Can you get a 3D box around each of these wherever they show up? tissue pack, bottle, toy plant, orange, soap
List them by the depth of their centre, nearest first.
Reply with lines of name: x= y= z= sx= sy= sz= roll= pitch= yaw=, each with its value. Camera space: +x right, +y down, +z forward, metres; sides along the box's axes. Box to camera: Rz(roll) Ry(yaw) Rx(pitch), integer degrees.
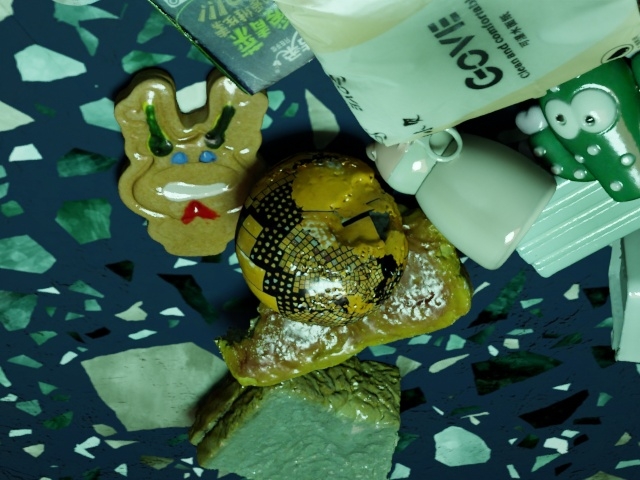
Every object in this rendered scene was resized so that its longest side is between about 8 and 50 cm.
tissue pack: x=0.145 y=-0.284 z=1.519 sx=0.390 sy=0.195 sz=0.375 roll=-24 pitch=139 yaw=21
tissue pack: x=-0.090 y=-0.290 z=1.626 sx=0.173 sy=0.073 sz=0.235 roll=-30 pitch=133 yaw=22
toy plant: x=0.344 y=-0.165 z=1.741 sx=0.232 sy=0.112 sz=0.243 roll=12 pitch=126 yaw=32
bottle: x=0.171 y=-0.083 z=1.808 sx=0.236 sy=0.147 sz=0.147 roll=35 pitch=132 yaw=5
orange: x=0.000 y=0.000 z=1.833 sx=0.234 sy=0.234 sz=0.182 roll=9 pitch=160 yaw=-15
soap: x=0.371 y=-0.072 z=1.909 sx=0.265 sy=0.087 sz=0.160 roll=-31 pitch=131 yaw=26

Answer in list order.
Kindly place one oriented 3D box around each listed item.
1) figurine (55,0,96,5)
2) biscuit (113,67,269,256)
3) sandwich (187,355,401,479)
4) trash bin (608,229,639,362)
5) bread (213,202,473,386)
figurine: x=-0.274 y=-0.306 z=1.591 sx=0.114 sy=0.079 sz=0.114 roll=-4 pitch=157 yaw=-2
biscuit: x=-0.168 y=-0.094 z=1.858 sx=0.202 sy=0.047 sz=0.334 roll=-1 pitch=139 yaw=-6
sandwich: x=-0.013 y=0.294 z=2.246 sx=0.325 sy=0.131 sz=0.262 roll=20 pitch=131 yaw=-28
trash bin: x=0.598 y=0.045 z=1.969 sx=0.368 sy=0.256 sz=0.296 roll=0 pitch=140 yaw=5
bread: x=0.021 y=0.078 z=1.990 sx=0.380 sy=0.109 sz=0.185 roll=-21 pitch=99 yaw=16
